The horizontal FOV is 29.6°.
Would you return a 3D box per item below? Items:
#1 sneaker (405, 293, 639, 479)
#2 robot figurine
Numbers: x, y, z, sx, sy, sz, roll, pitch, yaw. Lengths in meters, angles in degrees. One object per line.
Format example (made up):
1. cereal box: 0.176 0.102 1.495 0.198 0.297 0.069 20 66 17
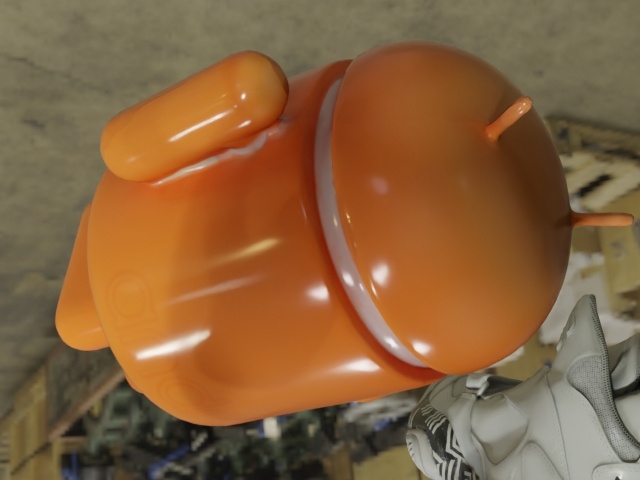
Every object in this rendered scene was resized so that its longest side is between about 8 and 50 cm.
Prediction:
1. sneaker: 0.185 0.141 0.932 0.137 0.366 0.210 31 102 -11
2. robot figurine: 0.001 0.001 0.467 0.219 0.158 0.128 -16 -169 31
